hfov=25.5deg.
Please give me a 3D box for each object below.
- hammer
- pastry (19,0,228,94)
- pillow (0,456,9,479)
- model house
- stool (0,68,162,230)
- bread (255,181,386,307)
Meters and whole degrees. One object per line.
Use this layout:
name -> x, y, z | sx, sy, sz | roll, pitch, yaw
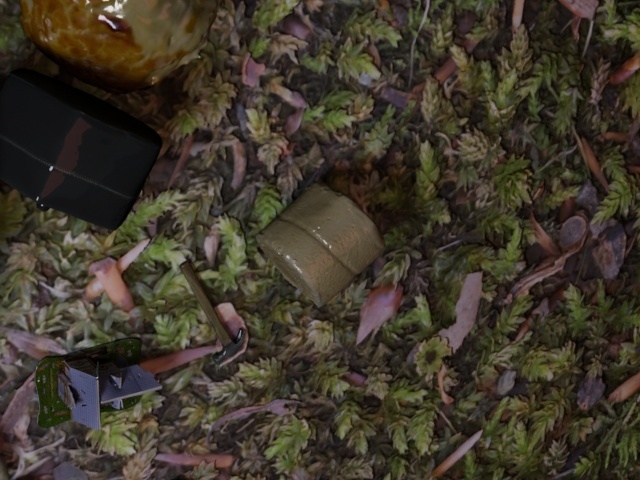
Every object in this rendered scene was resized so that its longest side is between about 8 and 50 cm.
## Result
hammer -> -0.163, 0.101, 2.096 | 0.062, 0.017, 0.182 | -35, 124, -17
pastry -> -0.245, -0.310, 1.777 | 0.256, 0.170, 0.237 | 41, 82, -32
pillow -> -0.511, 0.289, 1.910 | 0.134, 0.078, 0.181 | -32, 121, -22
model house -> -0.310, 0.217, 2.002 | 0.167, 0.088, 0.117 | -9, 113, -30
stool -> -0.318, -0.115, 1.782 | 0.232, 0.232, 0.141 | 22, 99, -37
bread -> 0.000, 0.000, 2.077 | 0.141, 0.148, 0.134 | -42, 142, -12
